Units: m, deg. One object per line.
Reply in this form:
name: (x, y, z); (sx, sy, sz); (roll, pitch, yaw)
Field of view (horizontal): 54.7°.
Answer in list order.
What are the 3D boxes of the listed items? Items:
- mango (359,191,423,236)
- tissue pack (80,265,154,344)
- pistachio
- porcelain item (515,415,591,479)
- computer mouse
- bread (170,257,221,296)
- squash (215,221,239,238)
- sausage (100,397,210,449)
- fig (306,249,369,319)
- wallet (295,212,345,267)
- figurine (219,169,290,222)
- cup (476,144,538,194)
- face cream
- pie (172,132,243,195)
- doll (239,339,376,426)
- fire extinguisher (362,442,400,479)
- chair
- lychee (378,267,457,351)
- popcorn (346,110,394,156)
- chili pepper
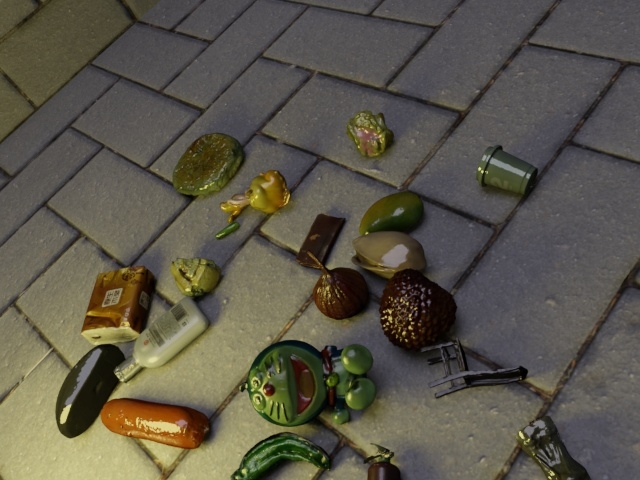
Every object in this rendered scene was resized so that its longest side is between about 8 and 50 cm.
mango: (0.194, -0.073, 1.719); (0.191, 0.086, 0.122); (-17, 52, 12)
tissue pack: (-0.617, 0.199, 1.898); (0.183, 0.092, 0.226); (-12, 48, 18)
pistachio: (0.178, 0.038, 1.610); (0.152, 0.126, 0.223); (-20, 26, -41)
porcelain item: (0.470, 0.451, 1.192); (0.081, 0.069, 0.216); (-28, 52, -3)
computer mouse: (-0.652, 0.408, 1.717); (0.086, 0.138, 0.270); (13, 62, 24)
bread: (-0.384, 0.119, 1.846); (0.156, 0.103, 0.110); (-7, 59, 29)
squash: (-0.297, -0.031, 1.967); (0.089, 0.027, 0.027); (-33, 47, 1)
sausage: (-0.435, 0.467, 1.597); (0.330, 0.102, 0.102); (1, 55, 26)
fig: (0.039, 0.104, 1.583); (0.146, 0.201, 0.134); (-27, 38, -4)
wallet: (0.000, 0.000, 1.797); (0.095, 0.026, 0.176); (11, 61, 25)
figurine: (-0.202, -0.137, 1.950); (0.246, 0.131, 0.156); (-18, 7, 32)
cup: (0.498, -0.181, 1.648); (0.141, 0.120, 0.120); (26, 68, 24)
face cream: (-0.455, 0.290, 1.758); (0.291, 0.071, 0.144); (-41, 45, -10)
pie: (-0.396, -0.265, 2.173); (0.276, 0.078, 0.277); (-14, 53, 20)
doll: (-0.032, 0.332, 1.449); (0.321, 0.186, 0.199); (-2, 83, 4)
fire extinguisher: (0.120, 0.534, 1.294); (0.099, 0.071, 0.231); (-32, 39, 39)
chair: (0.342, 0.272, 1.378); (0.212, 0.084, 0.102); (-17, 53, 13)
lychee: (0.223, 0.170, 1.462); (0.188, 0.188, 0.188); (-13, 50, 16)
popcorn: (0.152, -0.334, 1.919); (0.145, 0.126, 0.126); (35, 53, 25)
chili pepper: (-0.116, 0.519, 1.418); (0.278, 0.065, 0.122); (-26, 44, 0)
